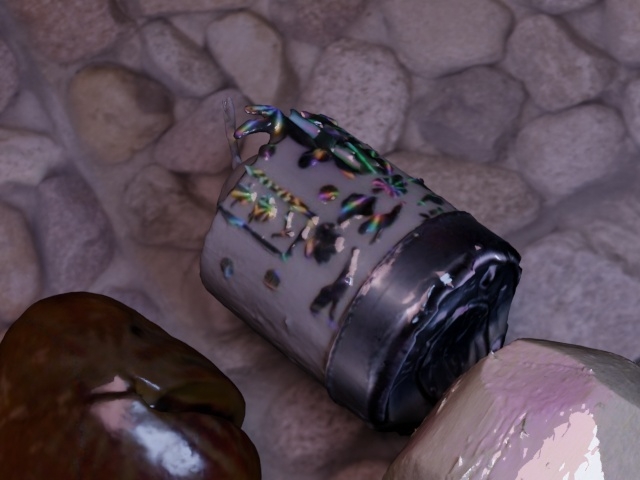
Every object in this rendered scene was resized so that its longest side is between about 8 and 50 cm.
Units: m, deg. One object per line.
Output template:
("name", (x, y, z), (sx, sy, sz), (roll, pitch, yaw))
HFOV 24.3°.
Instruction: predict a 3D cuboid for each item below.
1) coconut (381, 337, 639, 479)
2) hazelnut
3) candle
("coconut", (0.168, 0.177, 1.065), (0.227, 0.227, 0.230), (34, 78, 23))
("hazelnut", (-0.161, 0.152, 1.133), (0.217, 0.217, 0.251), (-27, 62, -7))
("candle", (0.000, 0.000, 1.211), (0.330, 0.187, 0.187), (38, 72, 25))
